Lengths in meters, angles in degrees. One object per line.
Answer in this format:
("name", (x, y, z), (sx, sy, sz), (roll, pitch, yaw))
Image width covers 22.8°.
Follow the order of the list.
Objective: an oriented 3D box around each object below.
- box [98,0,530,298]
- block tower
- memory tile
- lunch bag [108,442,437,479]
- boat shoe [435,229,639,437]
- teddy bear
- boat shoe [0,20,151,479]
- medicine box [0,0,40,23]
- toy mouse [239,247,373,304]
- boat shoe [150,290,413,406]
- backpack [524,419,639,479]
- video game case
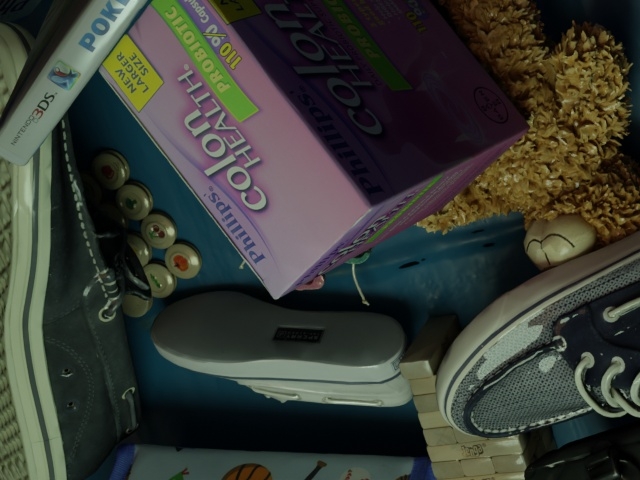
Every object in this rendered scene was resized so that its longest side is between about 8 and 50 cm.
("box", (0.002, -0.105, 1.173), (0.213, 0.243, 0.117), (53, 128, 8))
("block tower", (0.170, 0.233, 1.437), (0.097, 0.091, 0.335), (-10, 109, 25))
("memory tile", (-0.190, -0.004, 1.519), (0.113, 0.012, 0.148), (-35, 98, 31))
("lunch bag", (-0.028, 0.399, 1.516), (0.327, 0.239, 0.385), (2, 134, 20))
("boat shoe", (0.241, 0.093, 1.216), (0.340, 0.158, 0.127), (-36, 129, 22))
("teddy bear", (0.153, -0.092, 1.282), (0.245, 0.113, 0.338), (-13, 108, 29))
("boat shoe", (-0.247, 0.020, 1.442), (0.187, 0.156, 0.500), (37, 139, 41))
("medicine box", (-0.379, -0.300, 1.292), (0.289, 0.263, 0.149), (45, 122, 8))
("toy mouse", (0.000, 0.000, 1.432), (0.143, 0.031, 0.161), (45, 122, -2))
("boat shoe", (-0.037, 0.112, 1.464), (0.258, 0.095, 0.084), (9, 137, 27))
("backpack", (0.372, 0.301, 1.312), (0.290, 0.273, 0.356), (-23, 82, 27))
("video game case", (-0.131, -0.248, 1.203), (0.036, 0.329, 0.300), (31, 123, -17))
